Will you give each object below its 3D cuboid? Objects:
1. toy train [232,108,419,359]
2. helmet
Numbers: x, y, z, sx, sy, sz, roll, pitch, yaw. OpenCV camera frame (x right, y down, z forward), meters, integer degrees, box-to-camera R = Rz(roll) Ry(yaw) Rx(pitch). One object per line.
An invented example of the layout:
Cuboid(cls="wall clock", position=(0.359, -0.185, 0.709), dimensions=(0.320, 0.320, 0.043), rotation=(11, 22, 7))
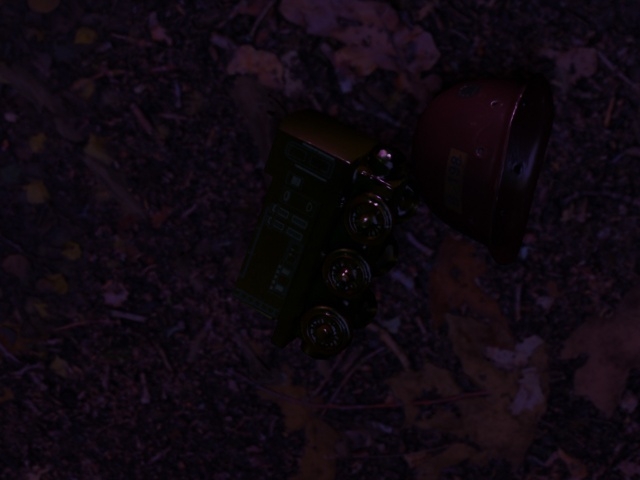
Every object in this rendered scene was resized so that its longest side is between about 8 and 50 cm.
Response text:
Cuboid(cls="toy train", position=(0.000, 0.000, 1.598), dimensions=(0.137, 0.090, 0.225), rotation=(27, 117, 13))
Cuboid(cls="helmet", position=(0.135, -0.069, 1.548), dimensions=(0.106, 0.155, 0.175), rotation=(11, 127, 22))
